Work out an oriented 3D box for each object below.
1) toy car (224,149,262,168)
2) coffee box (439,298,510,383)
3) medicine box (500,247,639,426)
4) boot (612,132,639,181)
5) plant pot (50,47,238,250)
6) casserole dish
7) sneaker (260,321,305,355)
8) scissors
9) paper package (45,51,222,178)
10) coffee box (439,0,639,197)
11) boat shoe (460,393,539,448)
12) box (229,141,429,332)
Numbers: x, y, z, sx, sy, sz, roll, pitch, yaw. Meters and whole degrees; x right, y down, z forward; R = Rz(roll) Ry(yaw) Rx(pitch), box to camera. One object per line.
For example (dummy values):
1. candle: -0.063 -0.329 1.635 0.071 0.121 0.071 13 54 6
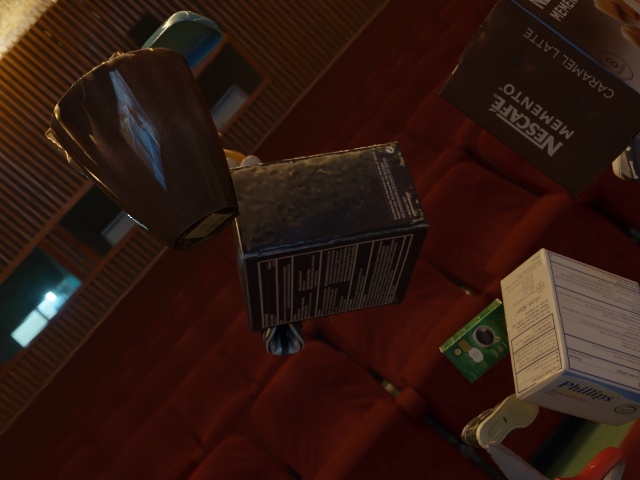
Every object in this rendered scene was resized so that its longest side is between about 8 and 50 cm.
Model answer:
1. toy car: -0.217 -0.124 1.377 0.182 0.159 0.136 -21 -45 -62
2. coffee box: 0.389 0.239 1.635 0.184 0.113 0.040 -43 9 6
3. medicine box: 0.533 0.200 1.417 0.149 0.264 0.289 -50 28 47
4. boot: 0.536 -0.186 1.141 0.069 0.189 0.086 -20 23 -19
5. plant pot: -0.219 -0.109 0.964 0.215 0.230 0.215 -34 -10 -7
6. casserole dish: -0.268 -0.371 1.302 0.188 0.036 0.114 -29 -23 38
7. sneaker: -0.091 0.172 1.402 0.086 0.163 0.226 -8 -29 -12
8. scissors: 0.164 0.197 0.498 0.297 0.021 0.108 23 -85 -50
9. paper package: -0.480 -0.269 1.802 0.309 0.168 0.325 -50 -36 -1
10. coffee box: 0.222 -0.166 0.589 0.246 0.141 0.098 -45 -9 -44
11. boat shoe: 0.433 0.425 1.650 0.233 0.083 0.079 -20 -6 -34
12. box: 0.000 0.000 1.192 0.294 0.182 0.296 -11 -29 -9
